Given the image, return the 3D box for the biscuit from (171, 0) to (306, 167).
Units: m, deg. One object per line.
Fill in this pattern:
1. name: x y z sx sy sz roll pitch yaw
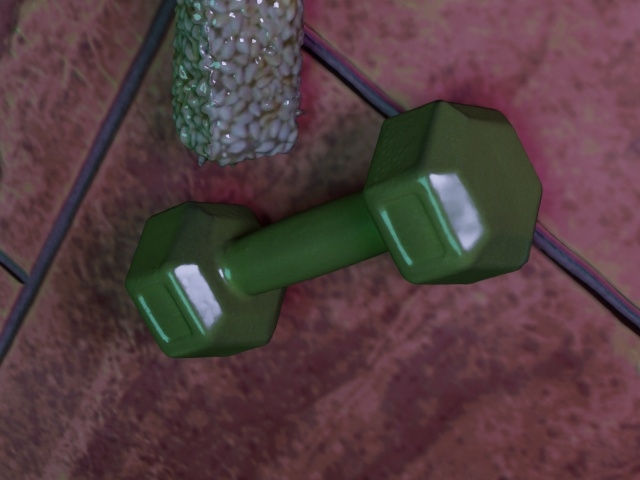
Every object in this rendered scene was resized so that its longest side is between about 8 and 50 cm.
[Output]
1. biscuit: -0.054 -0.133 0.869 0.070 0.082 0.168 39 137 43

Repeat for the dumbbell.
1. dumbbell: 0.000 0.000 0.888 0.302 0.108 0.121 -21 103 40
